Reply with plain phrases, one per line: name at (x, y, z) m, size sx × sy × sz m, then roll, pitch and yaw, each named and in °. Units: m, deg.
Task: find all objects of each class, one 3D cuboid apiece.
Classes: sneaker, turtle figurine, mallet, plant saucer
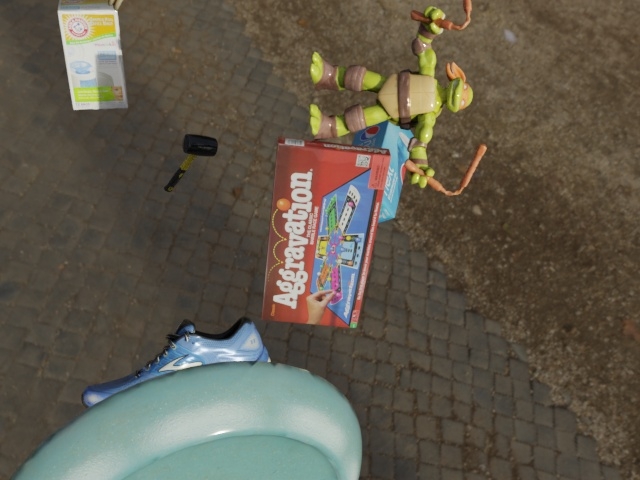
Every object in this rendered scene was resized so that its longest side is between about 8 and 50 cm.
sneaker at (-0.260, 0.219, 1.061) m, size 0.330 × 0.130 × 0.147 m, roll -16°, pitch 97°, yaw -21°
turtle figurine at (0.098, -0.194, 0.745) m, size 0.217 × 0.270 × 0.087 m, roll 2°, pitch 8°, yaw 9°
mallet at (-0.273, -0.147, 1.152) m, size 0.062 × 0.189 × 0.039 m, roll 8°, pitch 60°, yaw -42°
plant saucer at (-0.099, 0.238, 0.495) m, size 0.317 × 0.318 × 0.044 m, roll -6°, pitch 31°, yaw -24°

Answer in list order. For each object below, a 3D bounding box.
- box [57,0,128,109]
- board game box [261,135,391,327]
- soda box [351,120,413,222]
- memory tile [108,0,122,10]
box at (-0.469, -0.386, 1.224) m, size 0.114 × 0.203 × 0.103 m, roll -6°, pitch 35°, yaw -18°
board game box at (0.000, 0.000, 0.811) m, size 0.145 × 0.281 × 0.027 m, roll 6°, pitch 32°, yaw -3°
soda box at (0.087, -0.119, 0.913) m, size 0.071 × 0.067 × 0.210 m, roll 51°, pitch 39°, yaw -30°
memory tile at (-0.131, -0.266, 0.481) m, size 0.012 × 0.113 × 0.148 m, roll 29°, pitch 75°, yaw -25°
